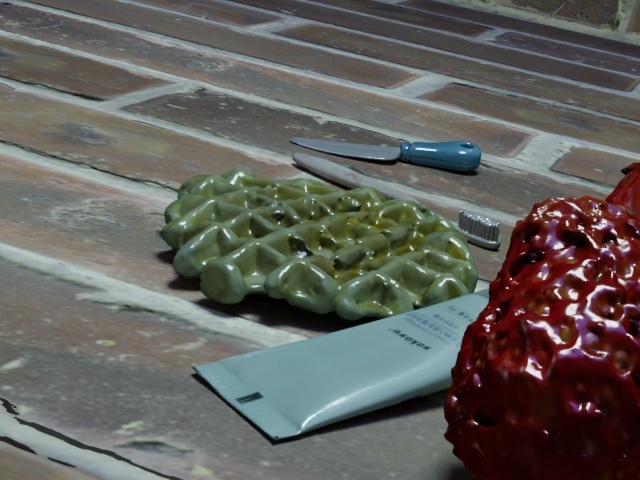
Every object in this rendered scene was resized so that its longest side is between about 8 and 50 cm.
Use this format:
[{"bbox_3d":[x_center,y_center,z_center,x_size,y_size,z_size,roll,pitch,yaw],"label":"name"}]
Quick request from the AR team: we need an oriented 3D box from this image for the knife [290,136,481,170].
[{"bbox_3d":[0.083,-0.113,1.561,0.244,0.032,0.058,4,28,-5],"label":"knife"}]

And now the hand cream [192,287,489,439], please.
[{"bbox_3d":[0.067,0.084,0.946,0.320,0.067,0.109,-10,28,-35],"label":"hand cream"}]

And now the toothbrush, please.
[{"bbox_3d":[0.078,-0.054,1.376,0.307,0.030,0.025,25,32,38],"label":"toothbrush"}]

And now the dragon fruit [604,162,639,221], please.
[{"bbox_3d":[0.304,0.046,0.903,0.241,0.241,0.252,-7,45,-41],"label":"dragon fruit"}]

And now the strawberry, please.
[{"bbox_3d":[0.156,0.062,0.766,0.190,0.237,0.111,-10,-29,22],"label":"strawberry"}]

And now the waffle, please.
[{"bbox_3d":[0.000,0.000,1.140,0.291,0.056,0.309,8,20,-8],"label":"waffle"}]
